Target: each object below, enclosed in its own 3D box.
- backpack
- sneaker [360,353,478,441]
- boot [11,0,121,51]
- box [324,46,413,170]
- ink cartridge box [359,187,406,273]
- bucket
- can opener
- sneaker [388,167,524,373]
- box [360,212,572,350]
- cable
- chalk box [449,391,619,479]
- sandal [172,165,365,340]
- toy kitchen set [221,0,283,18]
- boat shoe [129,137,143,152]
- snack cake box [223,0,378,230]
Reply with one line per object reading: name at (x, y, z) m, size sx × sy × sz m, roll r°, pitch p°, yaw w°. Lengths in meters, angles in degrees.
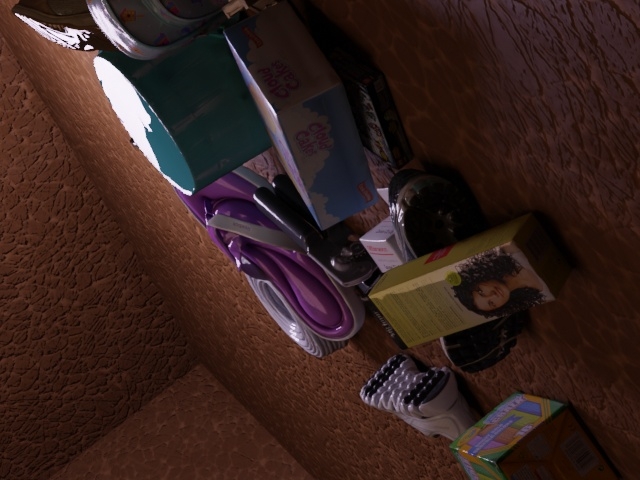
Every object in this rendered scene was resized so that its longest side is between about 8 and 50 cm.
backpack at (-0.194, -0.321, 1.670) m, size 0.166 × 0.188 × 0.144 m, roll 57°, pitch 166°, yaw -14°
sneaker at (0.157, 0.262, 2.164) m, size 0.118 × 0.110 × 0.292 m, roll 48°, pitch 169°, yaw -17°
boot at (-0.305, -0.367, 1.834) m, size 0.262 × 0.203 × 0.095 m, roll 13°, pitch 168°, yaw 48°
box at (0.056, -0.157, 1.597) m, size 0.094 × 0.027 × 0.137 m, roll 40°, pitch 162°, yaw 46°
ink cartridge box at (0.123, 0.027, 1.751) m, size 0.198 × 0.067 × 0.115 m, roll 56°, pitch 166°, yaw -10°
bucket at (-0.181, -0.213, 1.908) m, size 0.281 × 0.183 × 0.281 m, roll 48°, pitch 164°, yaw 19°
can opener at (0.000, 0.000, 2.071) m, size 0.283 × 0.076 × 0.095 m, roll 41°, pitch 161°, yaw 45°
sneaker at (0.159, 0.030, 1.620) m, size 0.122 × 0.110 × 0.283 m, roll -127°, pitch 14°, yaw -61°
box at (0.157, 0.049, 1.476) m, size 0.232 × 0.058 × 0.087 m, roll -25°, pitch 108°, yaw 45°
cable at (-0.044, 0.102, 2.435) m, size 0.257 × 0.089 × 0.257 m, roll 39°, pitch 160°, yaw 45°
chalk box at (0.271, 0.295, 1.791) m, size 0.132 × 0.132 × 0.213 m, roll 55°, pitch 166°, yaw -8°
sandal at (-0.091, 0.016, 2.211) m, size 0.416 × 0.102 × 0.169 m, roll 42°, pitch 133°, yaw -3°
toy kitchen set at (-0.058, -0.278, 1.602) m, size 0.068 × 0.083 × 0.075 m, roll -28°, pitch 103°, yaw 34°
boat shoe at (-0.238, -0.173, 2.315) m, size 0.104 × 0.110 × 0.307 m, roll 45°, pitch 164°, yaw -19°
snack cake box at (-0.019, -0.148, 1.644) m, size 0.152 × 0.089 × 0.264 m, roll 61°, pitch 176°, yaw 32°
